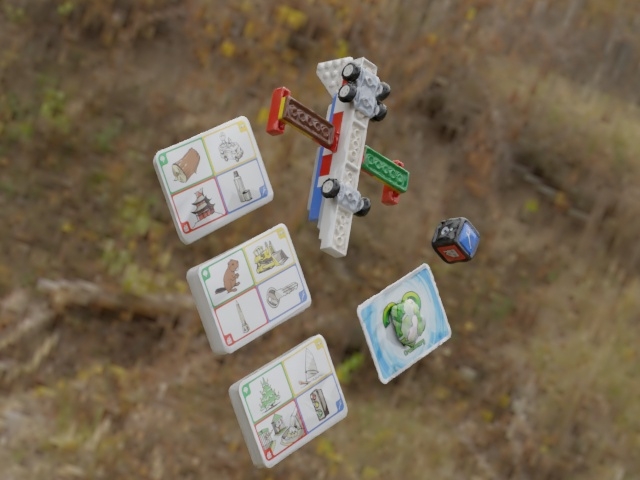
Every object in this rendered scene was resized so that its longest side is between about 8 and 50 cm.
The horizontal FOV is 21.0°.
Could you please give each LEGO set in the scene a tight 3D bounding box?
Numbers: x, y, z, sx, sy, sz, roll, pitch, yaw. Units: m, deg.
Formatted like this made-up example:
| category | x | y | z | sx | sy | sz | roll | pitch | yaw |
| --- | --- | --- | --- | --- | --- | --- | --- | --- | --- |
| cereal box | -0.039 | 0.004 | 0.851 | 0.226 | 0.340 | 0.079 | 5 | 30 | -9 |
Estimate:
| category | x | y | z | sx | sy | sz | roll | pitch | yaw |
| --- | --- | --- | --- | --- | --- | --- | --- | --- | --- |
| LEGO set | 0.000 | 0.000 | 1.007 | 0.060 | 0.182 | 0.244 | -10 | 14 | 42 |
